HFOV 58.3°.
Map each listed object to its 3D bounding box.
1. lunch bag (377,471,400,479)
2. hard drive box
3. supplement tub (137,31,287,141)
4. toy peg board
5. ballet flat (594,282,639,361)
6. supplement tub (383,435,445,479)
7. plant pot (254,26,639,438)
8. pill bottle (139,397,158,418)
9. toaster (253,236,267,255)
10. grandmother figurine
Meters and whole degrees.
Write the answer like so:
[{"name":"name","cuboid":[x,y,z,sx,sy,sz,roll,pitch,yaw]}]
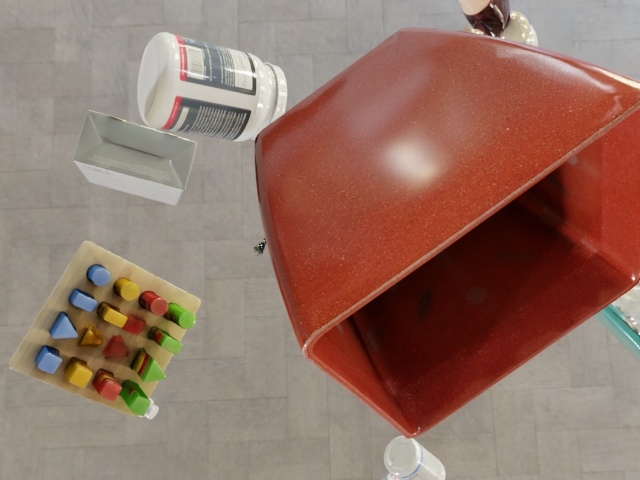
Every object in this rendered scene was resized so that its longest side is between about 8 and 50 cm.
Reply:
[{"name":"lunch bag","cuboid":[0.184,0.627,1.437,0.083,0.071,0.053,49,40,9]},{"name":"hard drive box","cuboid":[-0.328,-0.138,1.032,0.181,0.232,0.089,15,82,-16]},{"name":"supplement tub","cuboid":[-0.229,-0.313,1.210,0.272,0.191,0.191,4,80,-33]},{"name":"toy peg board","cuboid":[-0.232,0.108,0.655,0.160,0.079,0.161,34,76,-28]},{"name":"ballet flat","cuboid":[0.437,0.157,0.584,0.147,0.147,0.409,-38,82,-5]},{"name":"supplement tub","cuboid":[0.165,0.395,1.006,0.071,0.071,0.107,-48,126,-6]},{"name":"plant pot","cuboid":[0.093,-0.026,0.507,0.267,0.267,0.236,-35,52,2]},{"name":"pill bottle","cuboid":[-0.394,0.354,1.245,0.083,0.043,0.043,25,82,20]},{"name":"toaster","cuboid":[0.000,0.000,1.113,0.227,0.129,0.146,-42,102,-16]},{"name":"grandmother figurine","cuboid":[0.271,-0.416,0.975,0.104,0.342,0.208,6,74,47]}]
